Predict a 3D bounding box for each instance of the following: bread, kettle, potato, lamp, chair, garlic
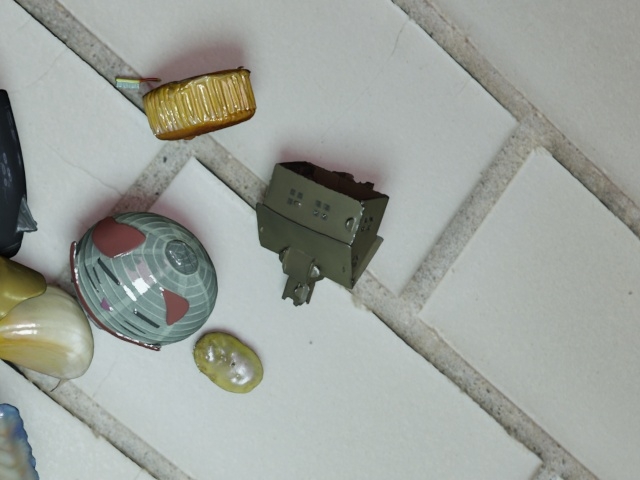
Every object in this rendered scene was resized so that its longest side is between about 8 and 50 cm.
[{"bbox_3d":[-0.209,-0.236,1.804,0.199,0.199,0.104,-16,97,-18],"label":"bread"},{"bbox_3d":[-0.612,-0.083,1.685,0.268,0.207,0.291,-9,106,8],"label":"kettle"},{"bbox_3d":[-0.170,0.222,1.862,0.138,0.070,0.092,40,76,-14],"label":"potato"},{"bbox_3d":[-0.297,0.061,1.737,0.265,0.233,0.233,44,76,-14],"label":"lamp"},{"bbox_3d":[-0.567,0.058,1.556,0.172,0.159,0.247,-45,127,2],"label":"chair"},{"bbox_3d":[-0.463,0.160,1.705,0.164,0.145,0.245,-46,141,-2],"label":"garlic"}]

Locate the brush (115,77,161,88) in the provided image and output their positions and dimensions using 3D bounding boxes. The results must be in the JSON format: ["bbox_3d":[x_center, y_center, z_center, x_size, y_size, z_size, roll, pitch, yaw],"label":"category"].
[{"bbox_3d":[-0.330,-0.286,1.857,0.083,0.019,0.021,-4,99,-18],"label":"brush"}]

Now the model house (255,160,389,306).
[{"bbox_3d":[0.000,0.000,1.877,0.211,0.204,0.243,25,106,26],"label":"model house"}]

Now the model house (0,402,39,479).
[{"bbox_3d":[-0.667,0.433,1.552,0.445,0.400,0.395,23,124,3],"label":"model house"}]
